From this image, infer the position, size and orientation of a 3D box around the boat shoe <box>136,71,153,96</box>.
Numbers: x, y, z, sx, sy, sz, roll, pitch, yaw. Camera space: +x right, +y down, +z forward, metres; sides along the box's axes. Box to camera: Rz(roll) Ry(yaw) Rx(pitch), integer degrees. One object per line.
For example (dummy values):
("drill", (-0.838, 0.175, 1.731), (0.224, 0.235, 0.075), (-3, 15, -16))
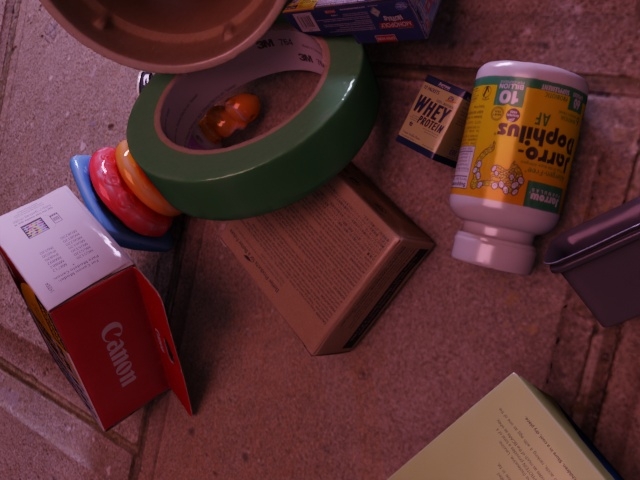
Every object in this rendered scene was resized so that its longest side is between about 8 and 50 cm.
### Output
("boat shoe", (-0.282, -0.226, 1.183), (0.042, 0.049, 0.132), (-11, 70, 8))

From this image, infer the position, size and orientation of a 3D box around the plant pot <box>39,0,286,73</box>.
("plant pot", (-0.191, -0.435, 0.937), (0.334, 0.334, 0.305), (-44, 24, 26))

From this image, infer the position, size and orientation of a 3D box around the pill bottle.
("pill bottle", (0.203, -0.074, 0.748), (0.118, 0.118, 0.208), (15, 94, 37))

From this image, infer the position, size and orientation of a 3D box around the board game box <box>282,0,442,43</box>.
("board game box", (0.083, -0.323, 0.848), (0.194, 0.060, 0.194), (12, 59, 43))

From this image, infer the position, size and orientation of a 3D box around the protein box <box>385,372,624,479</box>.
("protein box", (0.190, 0.276, 0.671), (0.201, 0.136, 0.199), (-44, 52, 10))

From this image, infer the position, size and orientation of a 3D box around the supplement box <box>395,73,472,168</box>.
("supplement box", (0.146, -0.135, 0.818), (0.056, 0.083, 0.083), (34, 105, 33))

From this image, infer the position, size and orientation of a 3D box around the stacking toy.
("stacking toy", (-0.212, -0.130, 1.067), (0.302, 0.175, 0.165), (-35, 68, 17))

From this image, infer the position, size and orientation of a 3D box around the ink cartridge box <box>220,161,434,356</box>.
("ink cartridge box", (0.000, 0.000, 0.914), (0.234, 0.088, 0.193), (49, 115, 30))

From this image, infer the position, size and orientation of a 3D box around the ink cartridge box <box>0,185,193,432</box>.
("ink cartridge box", (-0.326, 0.125, 1.027), (0.272, 0.130, 0.309), (40, 149, 32))

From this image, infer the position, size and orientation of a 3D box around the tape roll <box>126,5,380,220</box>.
("tape roll", (-0.088, -0.172, 0.901), (0.322, 0.077, 0.321), (-14, 48, 15))

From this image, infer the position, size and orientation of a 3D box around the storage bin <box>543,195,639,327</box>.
("storage bin", (0.304, 0.018, 0.688), (0.135, 0.098, 0.091), (-29, 96, 31))
